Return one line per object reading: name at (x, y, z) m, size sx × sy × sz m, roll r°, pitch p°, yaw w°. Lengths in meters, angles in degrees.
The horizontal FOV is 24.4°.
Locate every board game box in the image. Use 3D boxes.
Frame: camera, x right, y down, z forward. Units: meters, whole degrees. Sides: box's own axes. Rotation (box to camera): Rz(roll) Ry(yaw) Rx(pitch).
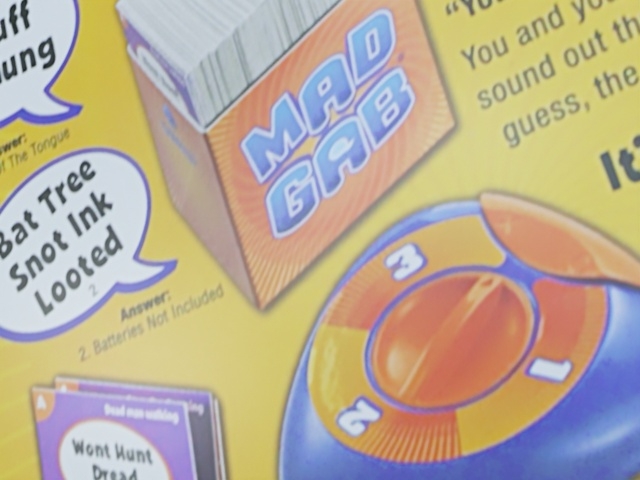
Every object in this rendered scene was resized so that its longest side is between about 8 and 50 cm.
board game box at (0.124, 0.027, 0.496) m, size 0.357 × 0.356 × 0.356 m, roll -25°, pitch 70°, yaw 22°
